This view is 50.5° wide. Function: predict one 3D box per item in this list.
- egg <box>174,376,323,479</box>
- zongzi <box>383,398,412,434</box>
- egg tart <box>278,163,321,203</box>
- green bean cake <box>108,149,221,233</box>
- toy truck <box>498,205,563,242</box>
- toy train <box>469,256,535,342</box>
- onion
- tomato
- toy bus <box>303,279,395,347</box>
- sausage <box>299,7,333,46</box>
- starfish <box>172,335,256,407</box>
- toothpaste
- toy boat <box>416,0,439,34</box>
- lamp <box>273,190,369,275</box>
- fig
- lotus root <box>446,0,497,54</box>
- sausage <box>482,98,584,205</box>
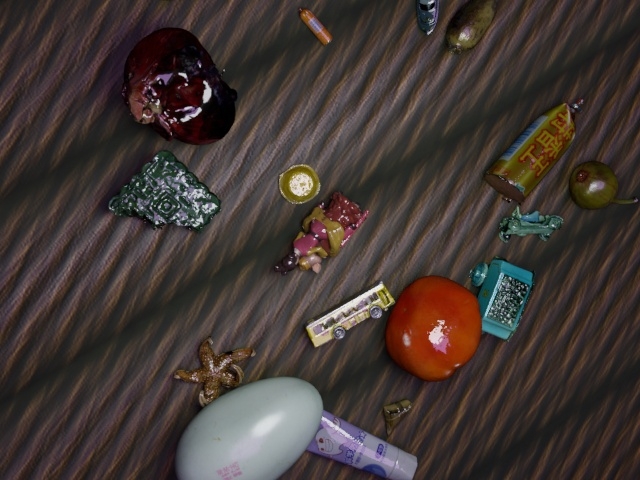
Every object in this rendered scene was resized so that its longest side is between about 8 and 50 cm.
[{"bbox_3d":[-0.161,0.449,1.557,0.371,0.230,0.230,-32,97,-9],"label":"egg"},{"bbox_3d":[0.200,0.449,1.720,0.076,0.040,0.083,-15,107,-16],"label":"zongzi"},{"bbox_3d":[-0.050,-0.137,1.648,0.105,0.039,0.105,-1,95,-10],"label":"egg tart"},{"bbox_3d":[-0.353,-0.083,1.564,0.208,0.107,0.193,43,84,-10],"label":"green bean cake"},{"bbox_3d":[0.536,-0.046,1.744,0.154,0.080,0.078,-2,66,-10],"label":"toy truck"},{"bbox_3d":[0.436,0.142,1.683,0.112,0.163,0.203,19,89,-9],"label":"toy train"},{"bbox_3d":[-0.310,-0.328,1.512,0.221,0.281,0.281,-25,98,25],"label":"onion"},{"bbox_3d":[0.263,0.204,1.610,0.180,0.260,0.260,28,87,-24],"label":"tomato"},{"bbox_3d":[0.070,0.183,1.666,0.226,0.081,0.074,-29,92,-4],"label":"toy bus"},{"bbox_3d":[-0.013,-0.521,1.642,0.031,0.031,0.107,-42,98,-6],"label":"sausage"},{"bbox_3d":[-0.247,0.299,1.613,0.190,0.074,0.146,-36,99,-7],"label":"starfish"},{"bbox_3d":[0.057,0.502,1.686,0.371,0.080,0.125,24,91,-2],"label":"toothpaste"},{"bbox_3d":[0.266,-0.581,1.677,0.055,0.060,0.141,2,98,14],"label":"toy boat"},{"bbox_3d":[0.000,0.000,1.628,0.118,0.118,0.253,40,84,-9],"label":"lamp"},{"bbox_3d":[0.745,-0.128,1.770,0.236,0.124,0.124,15,90,-35],"label":"fig"},{"bbox_3d":[0.371,-0.538,1.679,0.179,0.089,0.080,-56,143,-7],"label":"lotus root"},{"bbox_3d":[0.561,-0.235,1.712,0.317,0.117,0.125,-46,121,-5],"label":"sausage"}]
